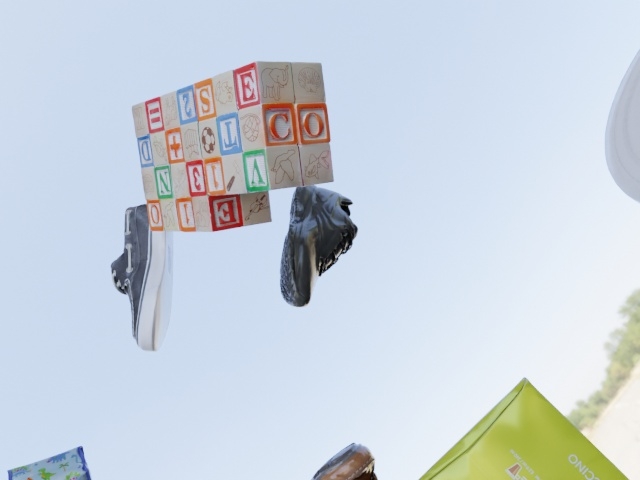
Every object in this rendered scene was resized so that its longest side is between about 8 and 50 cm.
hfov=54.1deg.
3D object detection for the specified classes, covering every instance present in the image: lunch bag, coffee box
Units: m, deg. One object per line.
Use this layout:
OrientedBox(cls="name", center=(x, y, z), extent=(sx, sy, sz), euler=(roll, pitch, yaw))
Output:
OrientedBox(cls="lunch bag", center=(-0.461, 0.454, 1.094), extent=(0.129, 0.096, 0.151), euler=(-14, -65, -24))
OrientedBox(cls="coffee box", center=(0.402, 0.535, 1.266), extent=(0.338, 0.337, 0.334), euler=(-41, -23, -8))

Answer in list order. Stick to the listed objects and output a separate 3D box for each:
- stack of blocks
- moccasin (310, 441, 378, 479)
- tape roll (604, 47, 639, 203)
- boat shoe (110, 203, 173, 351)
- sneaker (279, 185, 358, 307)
OrientedBox(cls="stack of blocks", center=(-0.114, -0.099, 0.752), extent=(0.087, 0.297, 0.171), euler=(-12, -82, -39))
OrientedBox(cls="moccasin", center=(0.050, 0.517, 1.179), extent=(0.139, 0.147, 0.380), euler=(-21, -42, -36))
OrientedBox(cls="tape roll", center=(0.342, -0.086, 0.408), extent=(0.246, 0.169, 0.246), euler=(-54, 16, 24))
OrientedBox(cls="boat shoe", center=(-0.326, 0.060, 1.130), extent=(0.102, 0.301, 0.108), euler=(-3, -30, -3))
OrientedBox(cls="sneaker", center=(0.000, 0.000, 1.111), extent=(0.109, 0.130, 0.286), euler=(105, 176, -48))
